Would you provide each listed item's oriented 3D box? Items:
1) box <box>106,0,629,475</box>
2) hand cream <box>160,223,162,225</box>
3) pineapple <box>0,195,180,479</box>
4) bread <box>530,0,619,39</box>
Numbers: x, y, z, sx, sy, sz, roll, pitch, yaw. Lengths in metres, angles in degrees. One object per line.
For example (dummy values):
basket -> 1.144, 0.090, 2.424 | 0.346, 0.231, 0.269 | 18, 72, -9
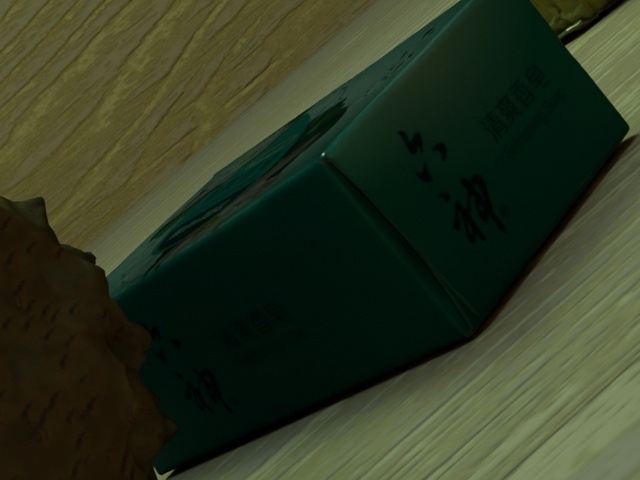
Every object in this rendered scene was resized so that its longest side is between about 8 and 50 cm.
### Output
box -> 0.000, 0.000, 0.714 | 0.245, 0.092, 0.153 | -32, 11, 49
hand cream -> -0.043, -0.051, 1.370 | 0.205, 0.050, 0.078 | -35, 6, 2
pineapple -> -0.186, 0.113, 0.640 | 0.223, 0.223, 0.357 | -44, -3, -24
bread -> 0.185, -0.219, 1.030 | 0.190, 0.114, 0.132 | -44, 9, 11
